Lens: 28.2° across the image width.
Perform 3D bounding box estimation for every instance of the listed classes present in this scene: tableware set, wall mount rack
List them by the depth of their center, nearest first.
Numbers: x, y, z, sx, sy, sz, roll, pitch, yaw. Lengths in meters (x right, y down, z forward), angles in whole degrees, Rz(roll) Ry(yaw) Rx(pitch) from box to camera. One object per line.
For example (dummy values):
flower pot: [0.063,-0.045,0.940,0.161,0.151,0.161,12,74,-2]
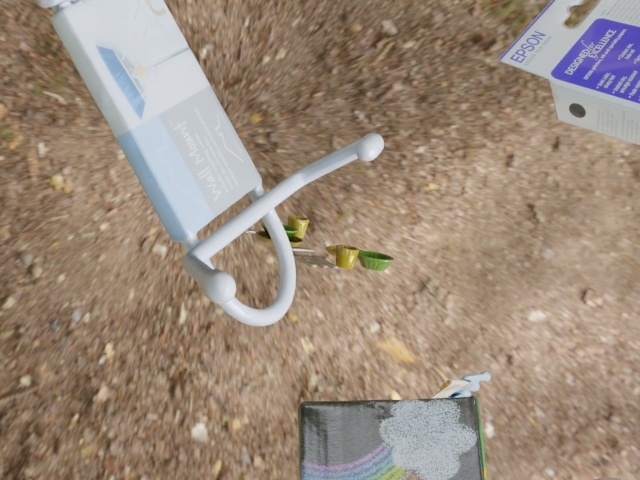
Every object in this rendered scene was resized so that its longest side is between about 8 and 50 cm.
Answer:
wall mount rack: [-0.090,-0.095,0.836,0.130,0.304,0.350,-24,101,31]
tableware set: [0.000,0.000,1.247,0.104,0.154,0.024,4,101,-30]

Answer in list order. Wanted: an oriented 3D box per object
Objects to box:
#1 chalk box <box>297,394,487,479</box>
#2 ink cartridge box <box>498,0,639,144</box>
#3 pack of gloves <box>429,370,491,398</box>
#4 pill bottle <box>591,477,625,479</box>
chalk box: [0.054,0.232,0.894,0.132,0.132,0.213,-3,61,3]
ink cartridge box: [0.280,-0.152,1.038,0.208,0.045,0.206,23,49,24]
pack of gloves: [0.097,0.201,1.505,0.195,0.232,0.046,-39,74,14]
pill bottle: [0.291,0.305,1.166,0.108,0.193,0.108,-2,105,-8]
